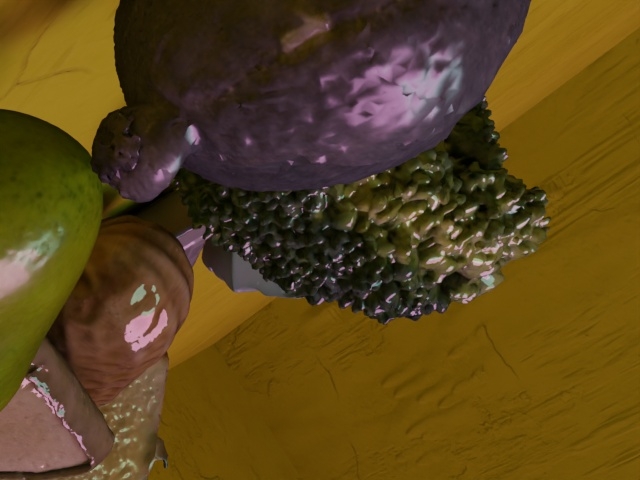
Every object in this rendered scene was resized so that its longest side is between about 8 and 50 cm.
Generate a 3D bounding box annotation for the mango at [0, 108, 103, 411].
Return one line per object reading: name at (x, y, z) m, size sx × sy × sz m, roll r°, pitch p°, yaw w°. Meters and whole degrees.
mango at (-0.225, 0.032, 0.653) m, size 0.185 × 0.149 × 0.273 m, roll -21°, pitch 163°, yaw -37°

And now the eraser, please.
eraser at (-0.179, 0.017, 1.343) m, size 0.089 × 0.061 × 0.352 m, roll -32°, pitch 174°, yaw -16°

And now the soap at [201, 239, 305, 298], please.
soap at (0.000, 0.000, 1.403) m, size 0.230 × 0.091 × 0.145 m, roll -4°, pitch -164°, yaw -23°

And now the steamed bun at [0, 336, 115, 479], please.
steamed bun at (-0.302, 0.109, 1.033) m, size 0.212 × 0.110 × 0.231 m, roll -12°, pitch 136°, yaw 13°

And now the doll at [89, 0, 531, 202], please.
doll at (-0.024, -0.128, 0.590) m, size 0.246 × 0.158 × 0.340 m, roll -40°, pitch -157°, yaw 11°

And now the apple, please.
apple at (-0.318, 0.228, 1.472) m, size 0.314 × 0.252 × 0.309 m, roll -35°, pitch -167°, yaw -27°

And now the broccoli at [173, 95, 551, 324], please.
broccoli at (0.066, -0.067, 0.991) m, size 0.302 × 0.249 × 0.375 m, roll -32°, pitch 171°, yaw 24°

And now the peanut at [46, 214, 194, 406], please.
peanut at (-0.222, 0.074, 1.160) m, size 0.325 × 0.153 × 0.140 m, roll -28°, pitch -139°, yaw 51°
